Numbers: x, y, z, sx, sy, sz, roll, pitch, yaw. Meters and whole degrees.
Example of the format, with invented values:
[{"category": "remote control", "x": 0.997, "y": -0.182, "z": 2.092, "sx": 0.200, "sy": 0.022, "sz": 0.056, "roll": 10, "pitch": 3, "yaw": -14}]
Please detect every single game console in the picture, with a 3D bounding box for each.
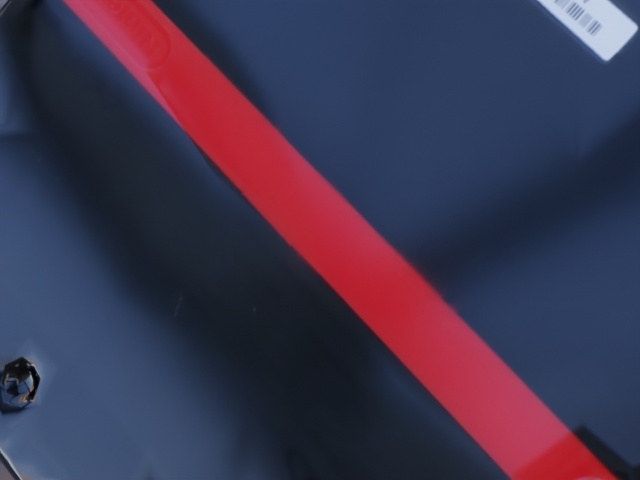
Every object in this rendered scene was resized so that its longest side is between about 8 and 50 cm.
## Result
[{"category": "game console", "x": 0.000, "y": 0.000, "z": 0.698, "sx": 0.342, "sy": 0.060, "sz": 0.386, "roll": -48, "pitch": 65, "yaw": 10}]
